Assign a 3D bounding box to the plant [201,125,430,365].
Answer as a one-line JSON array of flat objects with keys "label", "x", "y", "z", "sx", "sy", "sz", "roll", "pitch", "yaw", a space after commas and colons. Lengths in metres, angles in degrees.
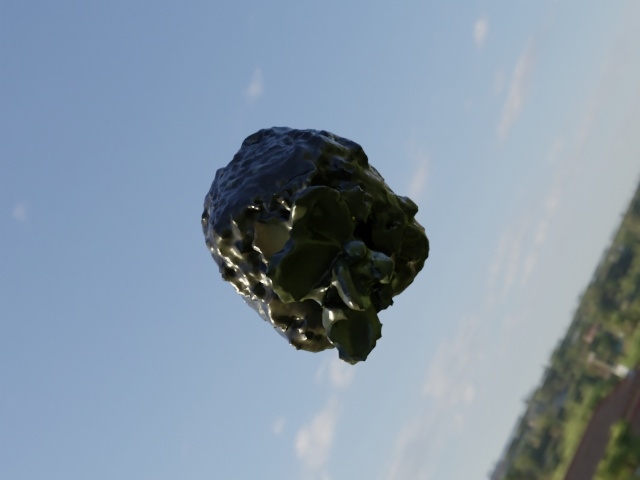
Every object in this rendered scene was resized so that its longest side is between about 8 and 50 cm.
[{"label": "plant", "x": 0.000, "y": 0.000, "z": 1.515, "sx": 0.213, "sy": 0.215, "sz": 0.312, "roll": -44, "pitch": 20, "yaw": -7}]
